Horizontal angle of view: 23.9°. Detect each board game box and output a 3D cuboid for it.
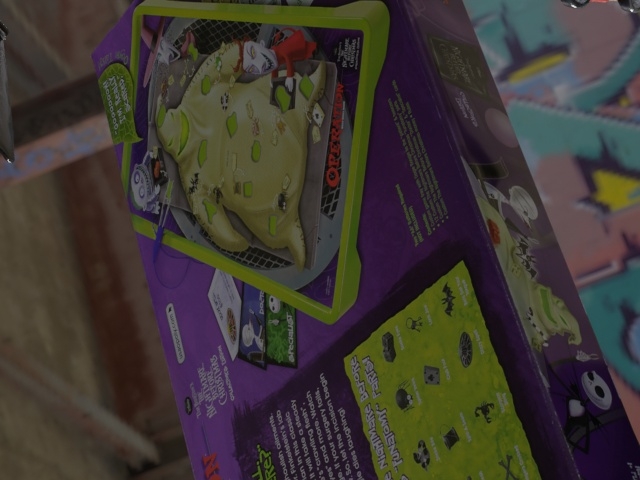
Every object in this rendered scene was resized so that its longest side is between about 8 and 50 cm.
[{"bbox_3d":[0.000,0.000,0.641,0.056,0.208,0.347,10,-128,-42],"label":"board game box"}]

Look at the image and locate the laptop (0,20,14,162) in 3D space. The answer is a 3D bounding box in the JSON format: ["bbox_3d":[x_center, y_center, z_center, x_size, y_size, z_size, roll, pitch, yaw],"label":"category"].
[{"bbox_3d":[-0.478,-0.229,1.316,0.382,0.408,0.236,50,-136,-31],"label":"laptop"}]

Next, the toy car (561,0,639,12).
[{"bbox_3d":[0.194,-0.162,0.859,0.225,0.239,0.053,-104,23,-72],"label":"toy car"}]
